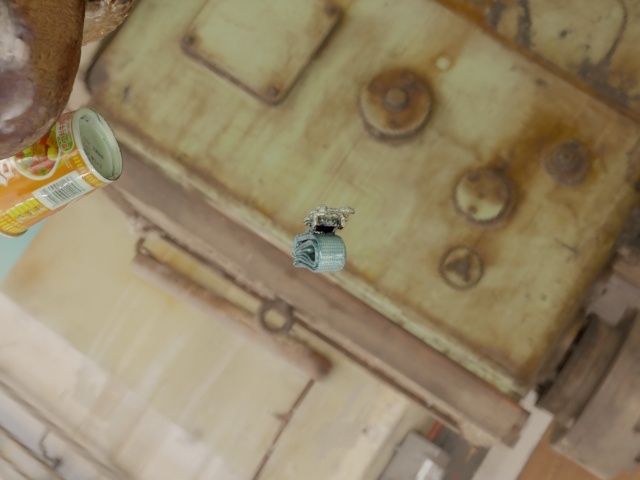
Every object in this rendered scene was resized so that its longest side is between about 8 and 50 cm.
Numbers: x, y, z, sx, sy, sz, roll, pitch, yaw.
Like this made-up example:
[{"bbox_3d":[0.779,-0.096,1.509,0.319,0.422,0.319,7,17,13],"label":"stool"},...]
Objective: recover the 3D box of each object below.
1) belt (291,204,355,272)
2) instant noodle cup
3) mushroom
[{"bbox_3d":[-0.005,0.000,1.544,0.065,0.100,0.179,2,178,-17],"label":"belt"},{"bbox_3d":[-0.397,-0.110,1.456,0.168,0.185,0.168,-20,-90,-75],"label":"instant noodle cup"},{"bbox_3d":[-0.419,-0.274,1.216,0.345,0.345,0.239,25,163,42],"label":"mushroom"}]
